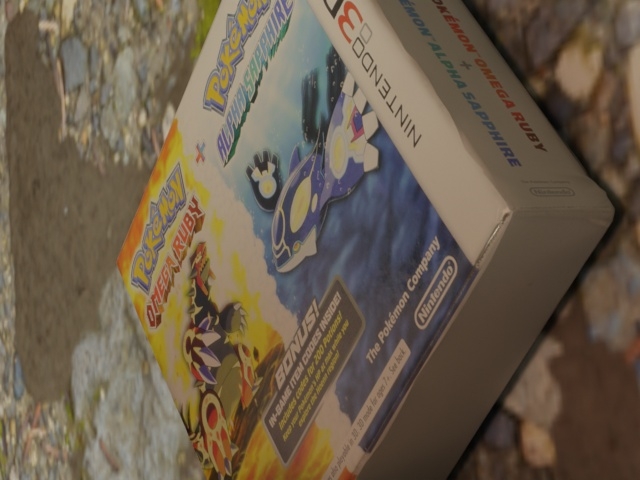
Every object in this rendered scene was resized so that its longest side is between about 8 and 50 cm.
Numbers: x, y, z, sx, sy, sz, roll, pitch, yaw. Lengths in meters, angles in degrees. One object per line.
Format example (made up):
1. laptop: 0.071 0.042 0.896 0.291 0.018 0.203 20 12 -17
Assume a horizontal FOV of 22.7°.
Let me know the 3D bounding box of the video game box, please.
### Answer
1. video game box: 0.000 0.000 0.572 0.205 0.048 0.187 -64 38 36
